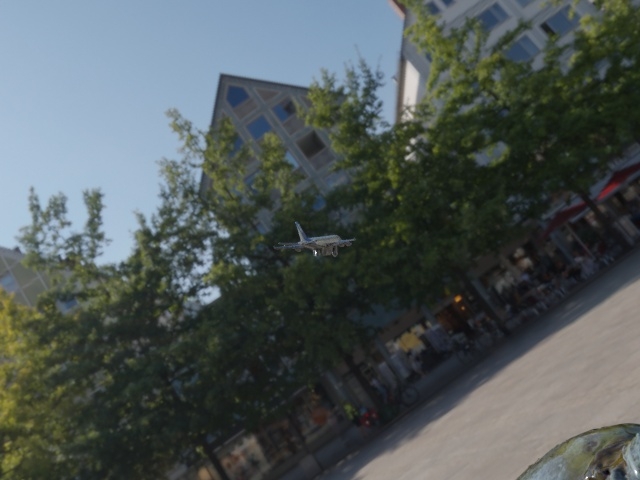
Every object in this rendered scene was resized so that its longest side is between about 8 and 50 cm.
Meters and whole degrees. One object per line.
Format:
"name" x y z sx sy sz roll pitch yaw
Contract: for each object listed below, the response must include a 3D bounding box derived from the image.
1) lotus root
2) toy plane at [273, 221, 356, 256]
"lotus root" 0.257 0.294 0.589 0.175 0.175 0.350 -27 -25 -33
"toy plane" 0.000 0.003 0.524 0.077 0.024 0.084 -6 -11 27
